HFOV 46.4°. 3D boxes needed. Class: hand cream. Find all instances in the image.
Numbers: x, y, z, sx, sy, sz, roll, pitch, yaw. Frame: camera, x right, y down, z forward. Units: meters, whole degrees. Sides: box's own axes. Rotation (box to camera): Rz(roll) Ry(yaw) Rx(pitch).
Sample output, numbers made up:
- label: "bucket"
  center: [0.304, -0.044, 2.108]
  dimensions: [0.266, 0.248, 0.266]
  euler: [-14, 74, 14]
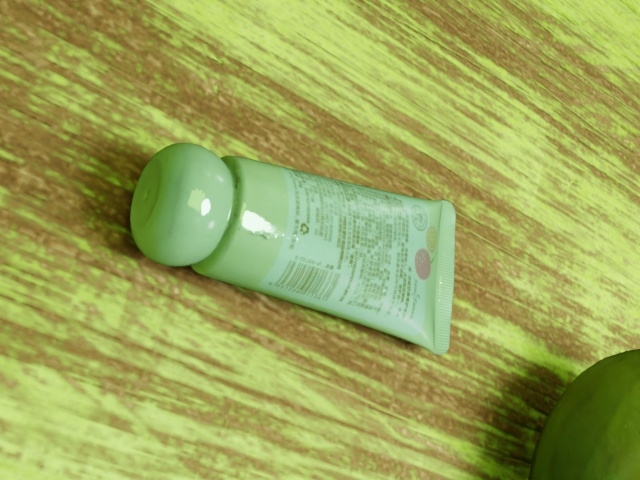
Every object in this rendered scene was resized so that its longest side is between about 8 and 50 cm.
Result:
- label: "hand cream"
  center: [0.000, 0.000, 0.618]
  dimensions: [0.306, 0.093, 0.147]
  euler: [15, 71, -31]

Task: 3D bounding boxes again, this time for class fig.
- label: "fig"
  center: [0.290, 0.232, 0.667]
  dimensions: [0.271, 0.239, 0.239]
  euler: [-29, 94, -18]
